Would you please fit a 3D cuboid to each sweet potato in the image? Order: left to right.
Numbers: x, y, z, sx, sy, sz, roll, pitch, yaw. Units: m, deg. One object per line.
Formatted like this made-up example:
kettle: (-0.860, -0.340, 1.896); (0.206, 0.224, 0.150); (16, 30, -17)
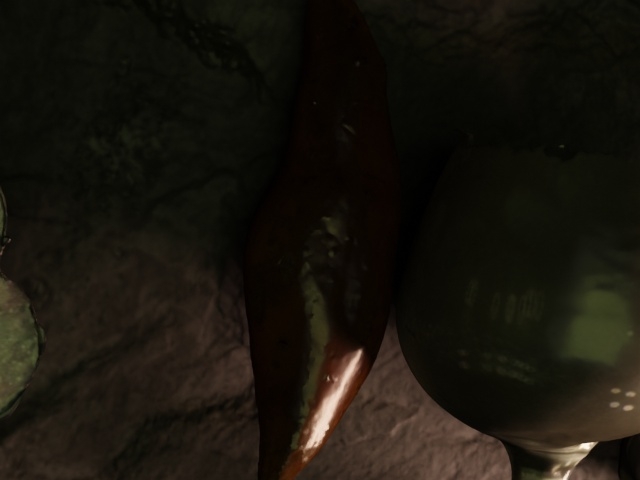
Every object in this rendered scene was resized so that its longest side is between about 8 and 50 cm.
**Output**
sweet potato: (0.001, 0.005, 0.960); (0.112, 0.112, 0.359); (15, 76, -18)

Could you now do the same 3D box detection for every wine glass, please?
wine glass: (0.156, 0.092, 0.962); (0.238, 0.238, 0.323); (8, 92, -18)

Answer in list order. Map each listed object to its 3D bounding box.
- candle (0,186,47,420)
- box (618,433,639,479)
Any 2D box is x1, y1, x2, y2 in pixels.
candle: (-0.274, 0.033, 0.899); (0.168, 0.068, 0.192); (-14, 100, -18)
box: (0.442, 0.111, 1.095); (0.359, 0.091, 0.350); (27, 102, -19)
